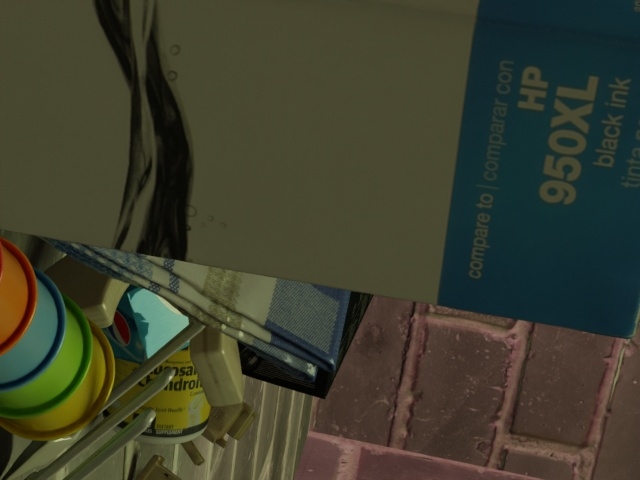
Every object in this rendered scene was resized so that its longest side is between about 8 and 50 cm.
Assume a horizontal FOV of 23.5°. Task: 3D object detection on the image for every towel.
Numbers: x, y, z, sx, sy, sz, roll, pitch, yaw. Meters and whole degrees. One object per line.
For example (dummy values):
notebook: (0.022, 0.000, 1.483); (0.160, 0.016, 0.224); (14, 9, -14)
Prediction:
towel: (-0.091, -0.051, 0.993); (0.034, 0.285, 0.209); (-31, -142, 47)

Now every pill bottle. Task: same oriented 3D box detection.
pill bottle: (-0.146, 0.091, 1.446); (0.103, 0.103, 0.184); (-64, 163, -71)

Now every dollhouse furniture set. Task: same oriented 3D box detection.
dollhouse furniture set: (-0.167, 0.228, 1.772); (0.161, 0.101, 0.182); (-53, 171, -7)

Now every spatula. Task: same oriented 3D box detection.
spatula: (-0.170, 0.141, 1.059); (0.242, 0.019, 0.168); (-41, -169, 31)

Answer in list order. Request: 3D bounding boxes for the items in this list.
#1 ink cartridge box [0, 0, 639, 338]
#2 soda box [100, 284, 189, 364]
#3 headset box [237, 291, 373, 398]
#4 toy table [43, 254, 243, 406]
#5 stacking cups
ink cartridge box: (-0.019, -0.132, 0.761); (0.285, 0.395, 0.166); (-73, 170, -48)
soda box: (-0.098, 0.033, 1.357); (0.210, 0.067, 0.071); (-28, 112, -37)
headset box: (0.000, 0.000, 1.877); (0.246, 0.131, 0.283); (-62, 165, -53)
toy table: (-0.099, -0.015, 1.140); (0.161, 0.252, 0.274); (-92, 159, -43)
stacking cups: (-0.204, 0.042, 0.902); (0.316, 0.096, 0.096); (69, 32, -70)
